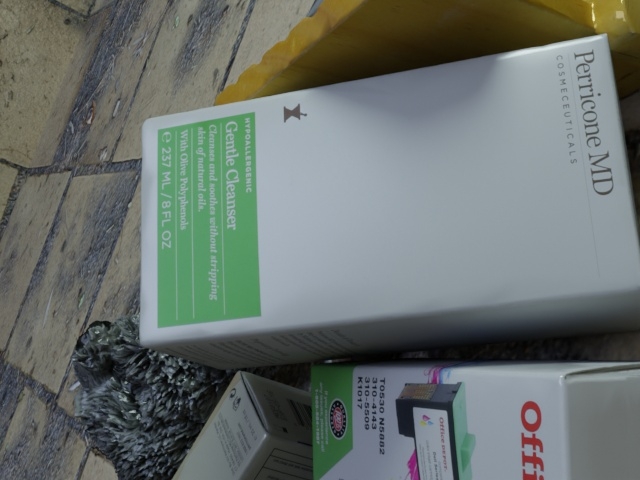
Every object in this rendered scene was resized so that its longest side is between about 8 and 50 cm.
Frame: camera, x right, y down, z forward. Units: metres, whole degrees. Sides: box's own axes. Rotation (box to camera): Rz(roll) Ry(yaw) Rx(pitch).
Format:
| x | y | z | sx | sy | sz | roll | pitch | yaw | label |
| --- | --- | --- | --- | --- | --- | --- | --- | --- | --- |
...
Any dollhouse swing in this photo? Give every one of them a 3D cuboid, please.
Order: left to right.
| x | y | z | sx | sy | sz | roll | pitch | yaw | label |
| --- | --- | --- | --- | --- | --- | --- | --- | --- | --- |
| 0.103 | -0.221 | 0.826 | 0.347 | 0.305 | 0.315 | -29 | 47 | 48 | dollhouse swing |

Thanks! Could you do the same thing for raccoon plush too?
| x | y | z | sx | sy | sz | roll | pitch | yaw | label |
| --- | --- | --- | --- | --- | --- | --- | --- | --- | --- |
| -0.099 | 0.218 | 1.035 | 0.299 | 0.216 | 0.446 | -19 | 84 | 40 | raccoon plush |

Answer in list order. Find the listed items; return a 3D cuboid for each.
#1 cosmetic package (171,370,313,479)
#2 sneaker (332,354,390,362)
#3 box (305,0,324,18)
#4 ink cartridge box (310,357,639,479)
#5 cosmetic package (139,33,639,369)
| x | y | z | sx | sy | sz | roll | pitch | yaw | label |
| --- | --- | --- | --- | --- | --- | --- | --- | --- | --- |
| -0.080 | 0.302 | 0.902 | 0.309 | 0.160 | 0.113 | -57 | 30 | 13 | cosmetic package |
| 0.064 | 0.066 | 0.925 | 0.071 | 0.066 | 0.188 | -10 | 62 | 54 | sneaker |
| 0.080 | -0.336 | 0.970 | 0.231 | 0.056 | 0.183 | -31 | 31 | 60 | box |
| 0.116 | 0.190 | 0.660 | 0.278 | 0.117 | 0.201 | -10 | 79 | 55 | ink cartridge box |
| 0.055 | -0.014 | 0.709 | 0.365 | 0.155 | 0.197 | -9 | 72 | 17 | cosmetic package |
